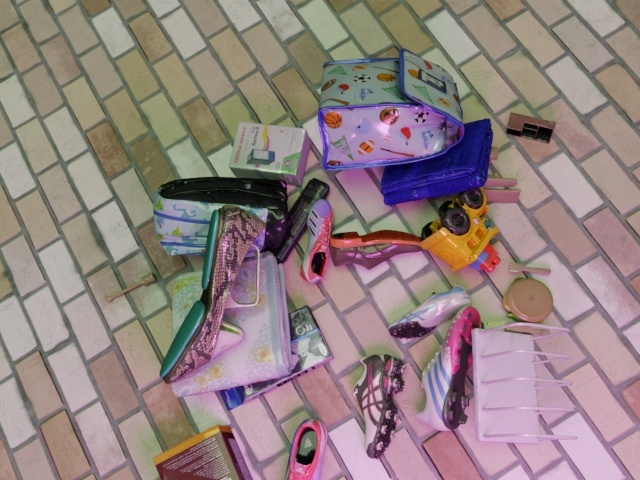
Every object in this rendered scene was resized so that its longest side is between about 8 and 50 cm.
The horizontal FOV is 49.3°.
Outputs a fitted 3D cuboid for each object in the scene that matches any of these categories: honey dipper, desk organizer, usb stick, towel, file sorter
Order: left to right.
[{"bbox_3d":[-0.562,0.142,2.061,0.161,0.030,0.030,-27,71,1],"label":"honey dipper"},{"bbox_3d":[-0.247,0.224,1.904,0.321,0.090,0.374,-15,55,11],"label":"towel"},{"bbox_3d":[-0.069,-0.057,2.039,0.077,0.045,0.278,28,79,23],"label":"usb stick"},{"bbox_3d":[0.315,-0.222,1.926,0.308,0.076,0.227,-9,54,36],"label":"towel"},{"bbox_3d":[0.504,0.352,1.711,0.193,0.173,0.277,10,71,-24],"label":"file sorter"},{"bbox_3d":[0.607,-0.325,2.017,0.130,0.047,0.050,16,78,14],"label":"desk organizer"}]

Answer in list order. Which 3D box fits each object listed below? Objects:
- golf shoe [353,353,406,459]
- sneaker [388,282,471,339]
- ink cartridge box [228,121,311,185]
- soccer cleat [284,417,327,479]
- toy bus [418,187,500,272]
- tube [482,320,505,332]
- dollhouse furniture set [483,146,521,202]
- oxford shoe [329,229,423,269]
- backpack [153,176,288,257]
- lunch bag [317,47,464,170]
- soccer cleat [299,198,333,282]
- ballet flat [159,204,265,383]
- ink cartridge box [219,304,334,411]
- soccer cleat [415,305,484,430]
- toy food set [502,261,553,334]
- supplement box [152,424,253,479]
[{"bbox_3d":[0.144,0.433,1.834,0.120,0.105,0.272,3,66,26],"label":"golf shoe"},{"bbox_3d":[0.291,0.194,1.891,0.237,0.085,0.086,-26,44,4],"label":"sneaker"},{"bbox_3d":[-0.151,-0.261,2.091,0.213,0.093,0.154,9,75,13],"label":"ink cartridge box"},{"bbox_3d":[-0.051,0.615,1.784,0.109,0.116,0.318,8,74,11],"label":"soccer cleat"},{"bbox_3d":[0.410,-0.019,1.902,0.211,0.149,0.220,41,62,-1],"label":"toy bus"},{"bbox_3d":[0.447,0.330,1.831,0.070,0.062,0.240,8,68,-19],"label":"tube"},{"bbox_3d":[0.498,-0.209,1.961,0.123,0.144,0.151,2,58,5],"label":"dollhouse furniture set"},{"bbox_3d":[0.163,0.028,1.967,0.272,0.097,0.098,-1,107,1],"label":"oxford shoe"},{"bbox_3d":[-0.287,-0.070,1.946,0.356,0.290,0.273,14,112,-12],"label":"backpack"},{"bbox_3d":[0.194,-0.371,1.940,0.386,0.238,0.327,-1,38,6],"label":"lunch bag"},{"bbox_3d":[0.000,0.000,1.974,0.083,0.095,0.247,17,77,-24],"label":"soccer cleat"},{"bbox_3d":[-0.250,0.154,1.772,0.182,0.164,0.482,18,91,-18],"label":"ballet flat"},{"bbox_3d":[-0.145,0.324,1.921,0.333,0.065,0.165,-28,71,0],"label":"ink cartridge box"},{"bbox_3d":[0.325,0.325,1.815,0.143,0.116,0.331,-5,62,47],"label":"soccer cleat"},{"bbox_3d":[0.558,0.161,1.880,0.133,0.038,0.192,8,69,4],"label":"toy food set"},{"bbox_3d":[-0.297,0.614,1.816,0.191,0.129,0.194,-28,70,-1],"label":"supplement box"}]
